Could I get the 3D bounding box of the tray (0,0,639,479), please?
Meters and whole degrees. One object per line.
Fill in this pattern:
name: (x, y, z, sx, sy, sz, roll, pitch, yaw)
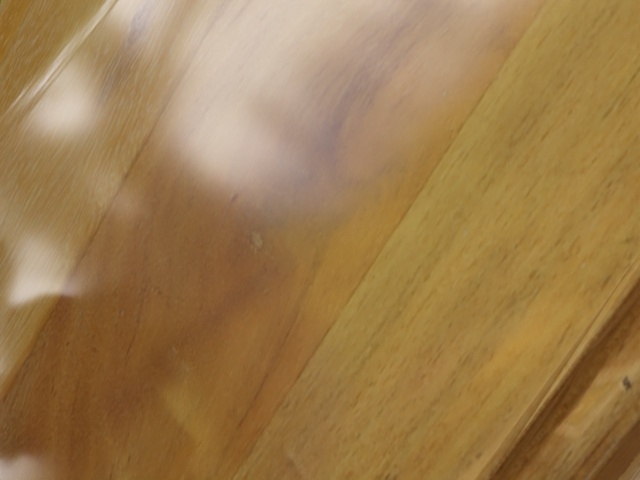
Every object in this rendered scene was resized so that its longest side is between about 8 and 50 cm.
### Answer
tray: (0.000, 0.000, 0.395, 0.076, 0.203, 0.411, -1, -49, -46)
